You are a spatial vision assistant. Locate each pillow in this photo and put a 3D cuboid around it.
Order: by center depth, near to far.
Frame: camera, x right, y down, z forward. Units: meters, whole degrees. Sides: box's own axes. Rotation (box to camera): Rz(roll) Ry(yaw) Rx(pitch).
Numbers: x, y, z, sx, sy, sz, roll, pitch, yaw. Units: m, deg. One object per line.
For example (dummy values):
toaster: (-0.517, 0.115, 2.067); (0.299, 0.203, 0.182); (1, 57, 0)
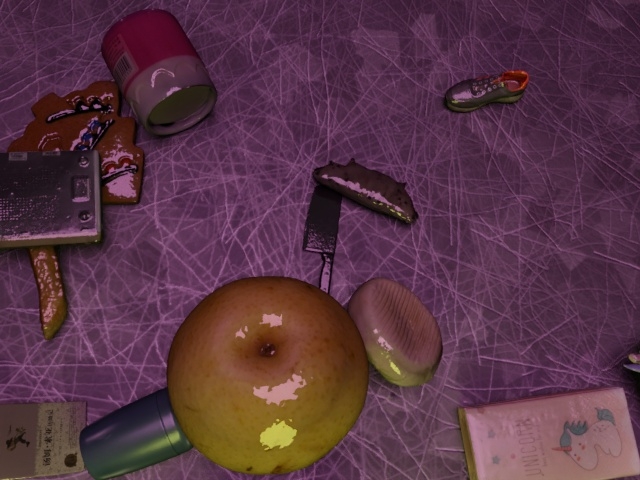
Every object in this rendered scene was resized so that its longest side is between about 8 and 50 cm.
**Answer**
pillow: (0.104, -0.116, 1.294); (0.241, 0.051, 0.093); (25, 66, 2)

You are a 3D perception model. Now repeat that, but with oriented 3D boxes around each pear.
pear: (-0.089, 0.226, 1.044); (0.348, 0.348, 0.348); (1, 75, -5)

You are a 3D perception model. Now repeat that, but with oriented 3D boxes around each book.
book: (-0.498, 0.348, 1.069); (0.181, 0.014, 0.127); (12, 69, -44)

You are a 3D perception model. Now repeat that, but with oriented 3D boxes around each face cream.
face cream: (-0.326, -0.339, 1.248); (0.175, 0.175, 0.195); (-28, 80, -12)

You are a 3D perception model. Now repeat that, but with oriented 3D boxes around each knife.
knife: (0.000, 0.000, 1.271); (0.072, 0.019, 0.245); (7, 71, -2)

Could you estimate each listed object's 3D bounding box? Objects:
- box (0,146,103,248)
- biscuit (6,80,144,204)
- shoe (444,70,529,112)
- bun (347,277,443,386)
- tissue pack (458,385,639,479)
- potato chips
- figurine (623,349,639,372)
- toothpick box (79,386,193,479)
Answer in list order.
box: (-0.558, -0.083, 1.164); (0.270, 0.045, 0.211); (-2, 74, -12)
biscuit: (-0.473, -0.191, 1.260); (0.301, 0.043, 0.278); (41, 75, 6)
shoe: (0.374, -0.343, 1.369); (0.194, 0.077, 0.074); (-10, 77, -9)
bun: (0.129, 0.183, 1.167); (0.222, 0.127, 0.222); (25, 42, -25)
tissue pack: (0.439, 0.385, 1.180); (0.325, 0.071, 0.170); (-7, 77, -6)
potato chips: (-0.569, -0.008, 1.193); (0.080, 0.057, 0.407); (-23, 78, -18)
figurine: (0.681, 0.271, 1.198); (0.208, 0.128, 0.184); (20, 69, -39)
toothpick box: (-0.328, 0.347, 1.090); (0.184, 0.120, 0.120); (-21, 78, -7)
